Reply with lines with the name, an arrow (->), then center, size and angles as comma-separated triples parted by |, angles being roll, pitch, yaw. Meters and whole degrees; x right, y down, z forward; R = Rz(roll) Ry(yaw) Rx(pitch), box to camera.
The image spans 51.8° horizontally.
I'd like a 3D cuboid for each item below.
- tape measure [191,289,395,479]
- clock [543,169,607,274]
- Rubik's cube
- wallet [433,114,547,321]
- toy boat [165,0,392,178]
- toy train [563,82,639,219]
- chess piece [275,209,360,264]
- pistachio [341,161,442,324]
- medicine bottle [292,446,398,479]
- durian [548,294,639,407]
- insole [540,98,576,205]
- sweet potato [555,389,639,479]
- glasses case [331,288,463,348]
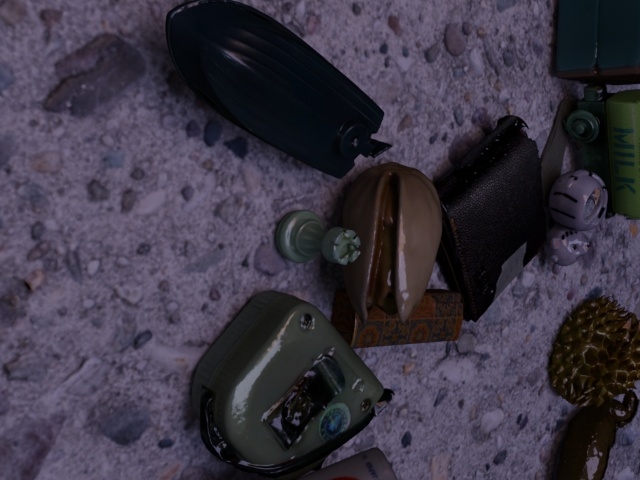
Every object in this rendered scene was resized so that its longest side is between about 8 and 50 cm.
tape measure -> -0.031, 0.199, 0.797 | 0.207, 0.115, 0.235 | -52, 125, -22
clock -> 0.430, -0.033, 1.132 | 0.117, 0.080, 0.176 | -39, 132, -27
Rubik's cube -> 0.540, -0.377, 1.070 | 0.221, 0.225, 0.231 | -7, 102, -39
wallet -> 0.266, -0.028, 1.023 | 0.221, 0.071, 0.262 | -44, 129, -25
toy boat -> -0.049, -0.165, 0.704 | 0.296, 0.122, 0.114 | 24, 102, -49
toy train -> 0.519, -0.146, 1.132 | 0.105, 0.157, 0.253 | -34, 121, -34
chess piece -> 0.000, 0.000, 0.788 | 0.067, 0.103, 0.067 | -8, 102, -37
pistachio -> 0.088, -0.002, 0.829 | 0.152, 0.126, 0.223 | 81, 14, -60
medicine bottle -> -0.068, 0.353, 0.729 | 0.341, 0.130, 0.130 | -19, 112, -9
durian -> 0.544, 0.197, 1.264 | 0.186, 0.154, 0.260 | 46, 60, -9
insole -> 0.409, -0.153, 1.146 | 0.063, 0.010, 0.192 | 19, 85, -40
sweet potato -> 0.525, 0.415, 1.294 | 0.124, 0.098, 0.310 | 43, 75, -43
glasses case -> 0.114, 0.109, 0.935 | 0.218, 0.049, 0.075 | 4, 97, -39
